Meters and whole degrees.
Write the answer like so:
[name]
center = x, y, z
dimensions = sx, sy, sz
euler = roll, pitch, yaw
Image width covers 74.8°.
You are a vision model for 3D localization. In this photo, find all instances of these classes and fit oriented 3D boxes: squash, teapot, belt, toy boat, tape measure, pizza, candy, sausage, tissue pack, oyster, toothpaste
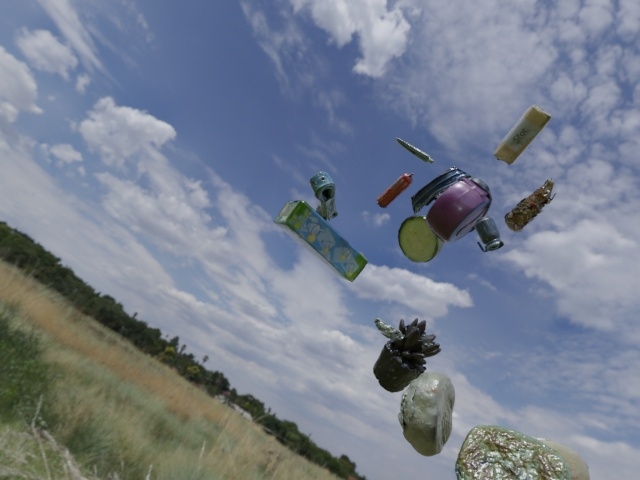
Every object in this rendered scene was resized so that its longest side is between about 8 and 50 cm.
[squash]
center = 0.459, -0.006, 1.863
dimensions = 0.133, 0.220, 0.220
euler = 2, -2, -42
[teapot]
center = 0.418, -0.014, 1.058
dimensions = 0.063, 0.083, 0.049
euler = -30, -28, 30
[belt]
center = 0.013, -0.155, 1.574
dimensions = 0.072, 0.087, 0.302
euler = 56, -8, 21
[toy boat]
center = 0.555, -0.216, 1.933
dimensions = 0.309, 0.129, 0.142
euler = -37, -99, 26
[tape measure]
center = 0.487, -0.102, 1.488
dimensions = 0.149, 0.231, 0.245
euler = 51, -8, 26
[pizza]
center = 0.781, -0.112, 1.543
dimensions = 0.069, 0.226, 0.147
euler = 53, 1, 43
[candy]
center = 0.000, 0.000, 0.867
dimensions = 0.194, 0.062, 0.097
euler = 42, -12, -18
[sausage]
center = 0.231, -0.157, 1.271
dimensions = 0.145, 0.050, 0.048
euler = -44, -116, 39
[tissue pack]
center = 0.752, -0.395, 1.566
dimensions = 0.090, 0.186, 0.222
euler = 40, -58, 9
[oyster]
center = 0.256, 0.320, 1.527
dimensions = 0.100, 0.037, 0.098
euler = 8, 32, -38
[toothpaste]
center = 0.397, -0.381, 1.776
dimensions = 0.204, 0.031, 0.049
euler = 41, 0, 28

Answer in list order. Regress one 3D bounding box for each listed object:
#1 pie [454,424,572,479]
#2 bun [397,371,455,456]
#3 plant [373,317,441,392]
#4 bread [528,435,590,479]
[pie]
center = 0.422, 0.514, 0.932
dimensions = 0.240, 0.240, 0.054
euler = 11, -50, 36
[bun]
center = 0.307, 0.502, 1.229
dimensions = 0.141, 0.239, 0.239
euler = -1, -37, 32
[plant]
center = 0.362, 0.479, 1.772
dimensions = 0.181, 0.320, 0.194
euler = 15, 27, -45
[bread]
center = 0.542, 0.621, 1.089
dimensions = 0.305, 0.159, 0.305
euler = 5, -40, 5
